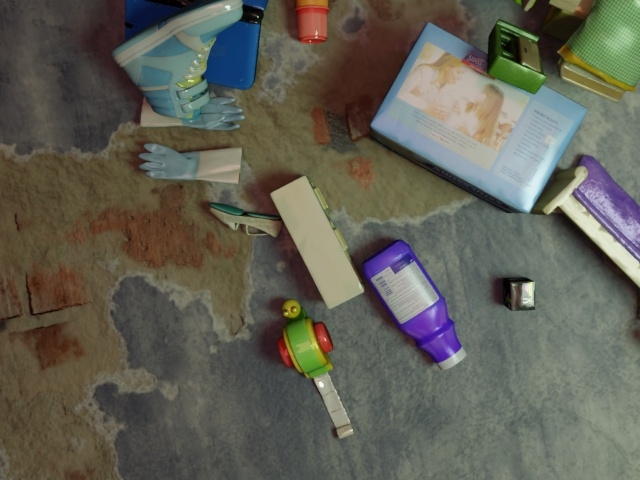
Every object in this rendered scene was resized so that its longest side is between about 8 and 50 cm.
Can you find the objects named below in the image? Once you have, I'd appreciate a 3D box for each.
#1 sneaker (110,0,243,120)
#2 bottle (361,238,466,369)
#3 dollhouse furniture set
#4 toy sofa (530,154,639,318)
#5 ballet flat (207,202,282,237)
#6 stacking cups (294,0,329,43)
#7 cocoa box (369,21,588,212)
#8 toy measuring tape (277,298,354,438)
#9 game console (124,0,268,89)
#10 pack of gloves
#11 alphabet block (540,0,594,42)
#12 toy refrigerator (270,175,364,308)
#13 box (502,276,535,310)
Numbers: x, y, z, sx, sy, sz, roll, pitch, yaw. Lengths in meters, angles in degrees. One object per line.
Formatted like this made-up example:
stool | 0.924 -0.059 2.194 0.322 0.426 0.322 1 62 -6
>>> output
sneaker | -0.252 -0.363 1.454 0.318 0.127 0.208 -14 117 31
bottle | 0.204 0.139 1.509 0.118 0.092 0.283 -34 90 6
dollhouse furniture set | 0.470 -0.348 1.245 0.301 0.151 0.198 21 131 -7
toy sofa | 0.614 -0.005 1.443 0.362 0.150 0.177 45 96 1
ballet flat | -0.167 -0.040 1.548 0.168 0.057 0.053 12 104 4
stacking cups | -0.025 -0.577 1.497 0.095 0.096 0.317 2 97 4
cocoa box | 0.296 -0.230 1.415 0.347 0.228 0.232 29 95 2
toy measuring tape | -0.009 0.280 1.523 0.121 0.121 0.330 -22 91 5
game console | -0.254 -0.495 1.544 0.292 0.173 0.250 14 125 4
pack of gloves | -0.279 -0.221 1.561 0.231 0.046 0.195 4 79 4
alphabet block | 0.578 -0.477 1.400 0.197 0.193 0.193 25 93 3
toy refrigerator | 0.000 0.000 1.513 0.094 0.102 0.270 -27 90 5
box | 0.415 0.112 1.496 0.052 0.083 0.062 -2 92 5
